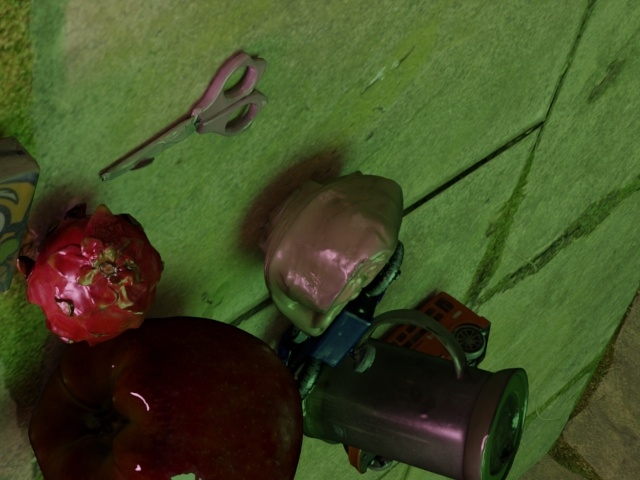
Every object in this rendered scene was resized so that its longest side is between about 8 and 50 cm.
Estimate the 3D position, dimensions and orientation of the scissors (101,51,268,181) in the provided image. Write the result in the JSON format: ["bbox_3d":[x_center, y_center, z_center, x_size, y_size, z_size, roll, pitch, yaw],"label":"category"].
[{"bbox_3d":[-0.134,-0.113,1.247,0.212,0.021,0.110,-37,152,-27],"label":"scissors"}]

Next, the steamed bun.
[{"bbox_3d":[-0.001,0.001,1.509,0.211,0.144,0.218,-52,-172,34],"label":"steamed bun"}]

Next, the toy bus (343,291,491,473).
[{"bbox_3d":[0.145,0.243,2.110,0.329,0.153,0.143,-40,154,-23],"label":"toy bus"}]

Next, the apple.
[{"bbox_3d":[-0.166,0.223,1.393,0.288,0.288,0.317,-52,148,7],"label":"apple"}]

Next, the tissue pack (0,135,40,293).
[{"bbox_3d":[-0.307,-0.009,1.051,0.108,0.060,0.148,-22,146,-45],"label":"tissue pack"}]

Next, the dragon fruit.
[{"bbox_3d":[-0.218,0.037,1.194,0.133,0.136,0.166,-24,158,-41],"label":"dragon fruit"}]

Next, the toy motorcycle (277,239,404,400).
[{"bbox_3d":[0.026,0.093,1.703,0.315,0.113,0.169,-54,-161,31],"label":"toy motorcycle"}]

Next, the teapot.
[{"bbox_3d":[0.126,0.225,1.855,0.200,0.337,0.271,-45,141,-50],"label":"teapot"}]
